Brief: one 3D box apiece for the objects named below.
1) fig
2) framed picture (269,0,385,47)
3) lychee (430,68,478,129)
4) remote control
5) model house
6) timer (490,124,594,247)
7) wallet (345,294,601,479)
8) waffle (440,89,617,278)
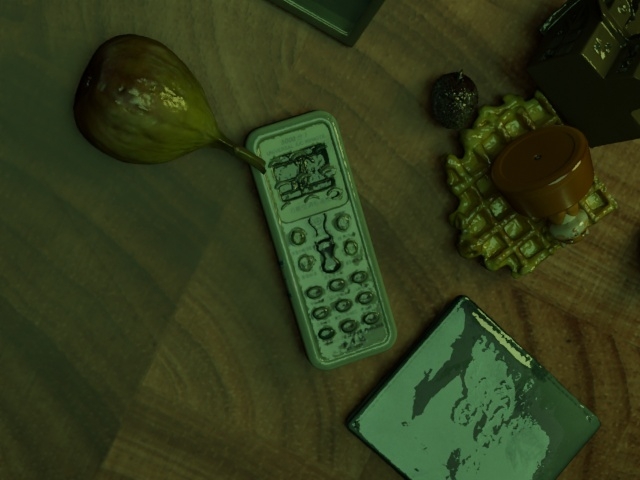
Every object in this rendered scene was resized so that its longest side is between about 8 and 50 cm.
[{"bbox_3d":[-0.179,-0.150,1.684,0.257,0.159,0.159,28,90,-13],"label":"fig"},{"bbox_3d":[-0.029,-0.389,1.695,0.289,0.016,0.213,28,127,-14],"label":"framed picture"},{"bbox_3d":[0.180,-0.189,1.800,0.067,0.068,0.083,5,112,-32],"label":"lychee"},{"bbox_3d":[0.000,0.000,1.784,0.128,0.065,0.335,-17,100,-8],"label":"remote control"},{"bbox_3d":[0.422,-0.277,1.805,0.181,0.176,0.248,44,63,-26],"label":"model house"},{"bbox_3d":[0.311,-0.054,1.772,0.132,0.132,0.152,-36,123,-6],"label":"timer"},{"bbox_3d":[0.216,0.254,1.870,0.290,0.054,0.251,44,82,-8],"label":"wallet"},{"bbox_3d":[0.256,-0.069,1.836,0.219,0.057,0.229,-38,101,-7],"label":"waffle"}]
